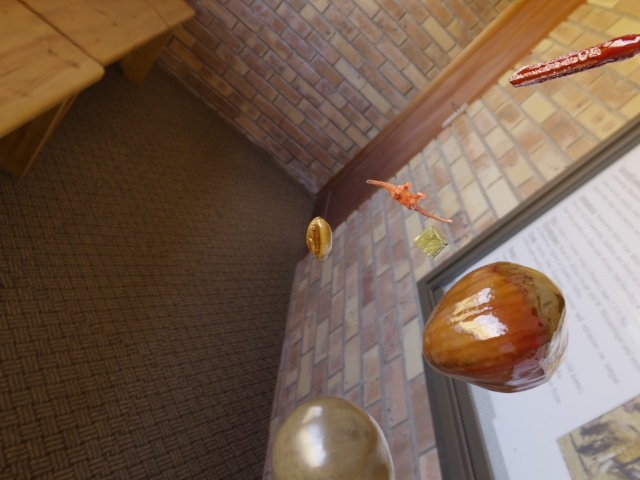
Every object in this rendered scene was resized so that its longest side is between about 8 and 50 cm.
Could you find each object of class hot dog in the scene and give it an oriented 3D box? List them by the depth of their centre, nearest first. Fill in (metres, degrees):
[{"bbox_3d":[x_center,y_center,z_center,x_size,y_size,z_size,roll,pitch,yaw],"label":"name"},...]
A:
[{"bbox_3d":[0.001,0.000,1.458,0.060,0.140,0.090,-12,17,-38],"label":"hot dog"}]

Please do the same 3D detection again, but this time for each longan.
[{"bbox_3d":[0.030,0.427,0.963,0.248,0.248,0.248,37,27,-22],"label":"longan"}]

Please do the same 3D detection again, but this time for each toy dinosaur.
[{"bbox_3d":[0.254,-0.111,1.366,0.280,0.055,0.101,30,-8,-7],"label":"toy dinosaur"}]

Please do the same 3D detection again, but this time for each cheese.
[{"bbox_3d":[0.239,-0.002,1.028,0.060,0.084,0.041,43,65,3],"label":"cheese"}]

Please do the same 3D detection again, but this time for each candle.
[{"bbox_3d":[0.534,-0.366,0.997,0.051,0.329,0.048,40,64,-32],"label":"candle"}]

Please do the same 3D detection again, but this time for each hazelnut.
[{"bbox_3d":[0.247,0.120,0.708,0.210,0.186,0.210,18,-3,1],"label":"hazelnut"}]
